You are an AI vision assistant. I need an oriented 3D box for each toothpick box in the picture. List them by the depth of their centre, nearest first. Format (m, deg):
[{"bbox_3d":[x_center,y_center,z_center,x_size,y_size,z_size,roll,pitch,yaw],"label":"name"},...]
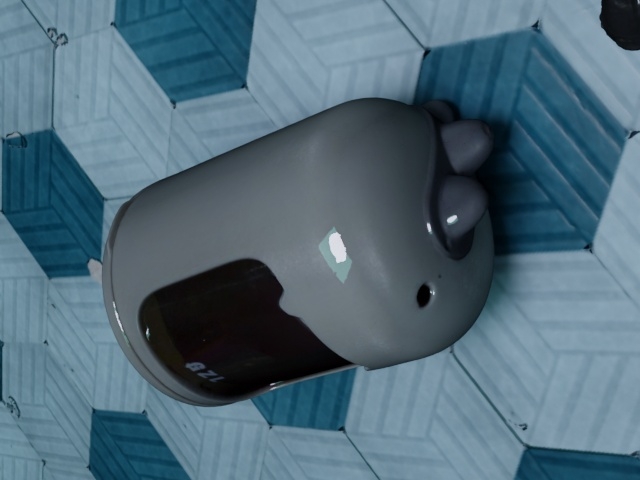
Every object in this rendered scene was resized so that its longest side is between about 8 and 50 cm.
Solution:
[{"bbox_3d":[0.000,0.000,0.751,0.316,0.229,0.229,-19,95,38],"label":"toothpick box"}]

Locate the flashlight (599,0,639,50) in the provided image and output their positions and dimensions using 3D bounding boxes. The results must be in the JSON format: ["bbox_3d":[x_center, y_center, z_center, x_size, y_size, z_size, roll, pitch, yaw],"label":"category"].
[{"bbox_3d":[0.286,-0.148,0.552,0.232,0.093,0.092,13,114,39],"label":"flashlight"}]
